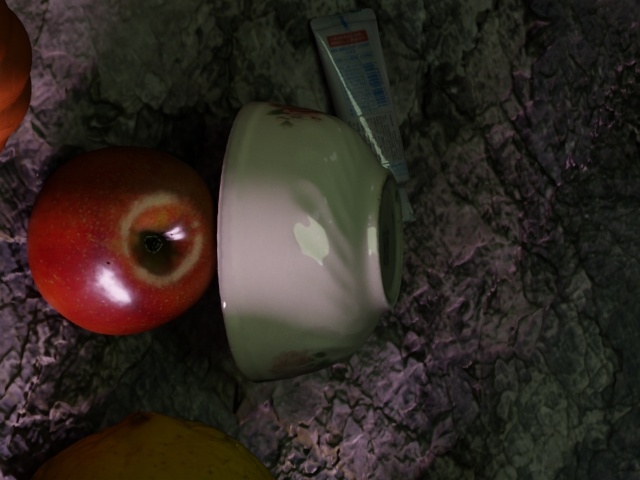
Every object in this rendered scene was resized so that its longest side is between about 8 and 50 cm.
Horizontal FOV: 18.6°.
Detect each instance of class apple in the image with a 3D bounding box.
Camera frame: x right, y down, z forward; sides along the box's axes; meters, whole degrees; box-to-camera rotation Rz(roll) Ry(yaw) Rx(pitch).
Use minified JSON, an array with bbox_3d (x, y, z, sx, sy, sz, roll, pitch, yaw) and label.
[{"bbox_3d":[-0.183,0.001,1.825,0.181,0.168,0.181,-5,99,-30],"label":"apple"}]

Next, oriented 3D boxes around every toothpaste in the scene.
[{"bbox_3d":[0.051,-0.129,2.072,0.089,0.057,0.234,-15,93,-38],"label":"toothpaste"}]

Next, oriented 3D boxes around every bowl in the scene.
[{"bbox_3d":[0.000,0.000,1.891,0.277,0.145,0.277,-2,90,-78],"label":"bowl"}]

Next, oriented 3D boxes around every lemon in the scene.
[{"bbox_3d":[-0.151,0.298,1.791,0.293,0.293,0.293,-1,91,-37],"label":"lemon"}]

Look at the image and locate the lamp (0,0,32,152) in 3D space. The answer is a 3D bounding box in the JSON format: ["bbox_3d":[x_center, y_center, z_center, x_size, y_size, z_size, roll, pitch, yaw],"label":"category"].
[{"bbox_3d":[-0.357,-0.142,1.672,0.223,0.196,0.223,-12,134,-13],"label":"lamp"}]
